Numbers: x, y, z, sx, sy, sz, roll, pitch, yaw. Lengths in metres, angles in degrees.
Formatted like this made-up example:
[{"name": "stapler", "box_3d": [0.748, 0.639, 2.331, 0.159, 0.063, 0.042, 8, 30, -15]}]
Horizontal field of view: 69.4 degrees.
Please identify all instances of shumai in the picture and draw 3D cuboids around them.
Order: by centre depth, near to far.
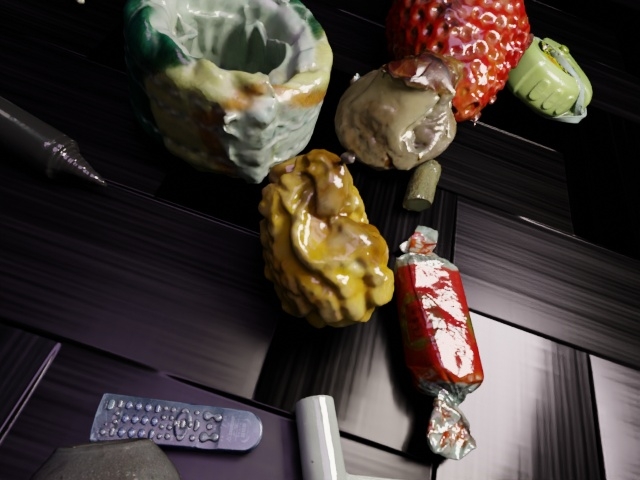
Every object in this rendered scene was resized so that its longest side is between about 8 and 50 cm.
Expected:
[{"name": "shumai", "box_3d": [0.116, -0.206, 0.682, 0.201, 0.120, 0.202, -3, 62, 5]}]

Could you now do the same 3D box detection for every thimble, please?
[{"name": "thimble", "box_3d": [-0.122, -0.221, 0.620, 0.254, 0.167, 0.288, -15, 61, -24]}]

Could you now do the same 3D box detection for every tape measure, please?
[{"name": "tape measure", "box_3d": [0.425, -0.310, 0.886, 0.175, 0.106, 0.200, 9, 54, -26]}]

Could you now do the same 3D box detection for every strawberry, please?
[{"name": "strawberry", "box_3d": [0.216, -0.364, 0.800, 0.253, 0.150, 0.280, 25, 71, 26]}]

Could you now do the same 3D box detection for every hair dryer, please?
[{"name": "hair dryer", "box_3d": [0.070, 0.228, 0.450, 0.182, 0.044, 0.155, 3, 57, -21]}, {"name": "hair dryer", "box_3d": [-0.412, -0.145, 0.532, 0.352, 0.107, 0.189, 32, 56, 0]}]

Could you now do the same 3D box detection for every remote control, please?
[{"name": "remote control", "box_3d": [-0.130, 0.175, 0.431, 0.152, 0.027, 0.044, 10, 60, -8]}]

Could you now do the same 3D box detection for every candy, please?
[{"name": "candy", "box_3d": [0.134, 0.097, 0.543, 0.086, 0.059, 0.293, 5, 56, -14]}]

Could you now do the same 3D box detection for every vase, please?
[{"name": "vase", "box_3d": [-0.159, 0.242, 0.329, 0.120, 0.120, 0.183, 1, 70, -16]}]

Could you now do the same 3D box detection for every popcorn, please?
[{"name": "popcorn", "box_3d": [-0.003, 0.000, 0.525, 0.140, 0.163, 0.194, -24, 97, -9]}]

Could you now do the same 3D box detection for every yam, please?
[{"name": "yam", "box_3d": [0.150, -0.080, 0.681, 0.043, 0.043, 0.094, 23, 53, 0]}]

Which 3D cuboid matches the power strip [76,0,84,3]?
[{"name": "power strip", "box_3d": [-0.430, -0.447, 0.762, 0.075, 0.042, 0.175, -28, 69, -30]}]
